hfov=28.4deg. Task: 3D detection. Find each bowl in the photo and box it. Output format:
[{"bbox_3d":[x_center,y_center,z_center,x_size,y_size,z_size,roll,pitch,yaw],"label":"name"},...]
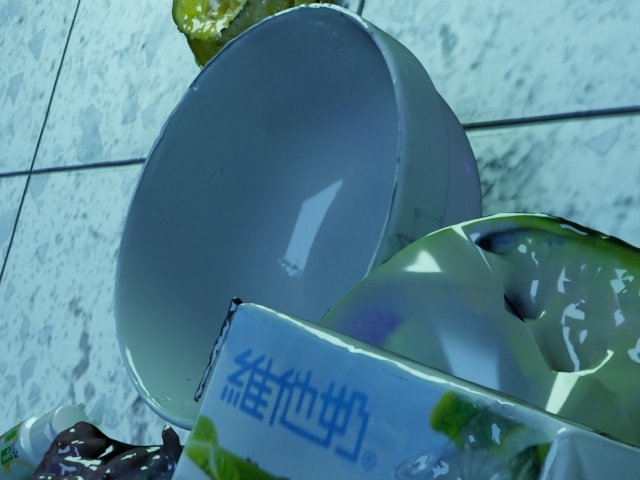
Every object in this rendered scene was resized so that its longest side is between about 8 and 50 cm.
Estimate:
[{"bbox_3d":[0.000,0.000,0.852,0.287,0.144,0.287,-25,55,42],"label":"bowl"}]

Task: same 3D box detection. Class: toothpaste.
[{"bbox_3d":[-0.316,0.223,1.198,0.314,0.058,0.056,-33,93,42],"label":"toothpaste"}]

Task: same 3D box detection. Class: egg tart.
[{"bbox_3d":[-0.063,-0.208,1.088,0.191,0.074,0.191,-22,57,40],"label":"egg tart"}]

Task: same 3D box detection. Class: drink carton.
[{"bbox_3d":[0.007,0.208,0.484,0.194,0.132,0.324,17,86,51],"label":"drink carton"}]

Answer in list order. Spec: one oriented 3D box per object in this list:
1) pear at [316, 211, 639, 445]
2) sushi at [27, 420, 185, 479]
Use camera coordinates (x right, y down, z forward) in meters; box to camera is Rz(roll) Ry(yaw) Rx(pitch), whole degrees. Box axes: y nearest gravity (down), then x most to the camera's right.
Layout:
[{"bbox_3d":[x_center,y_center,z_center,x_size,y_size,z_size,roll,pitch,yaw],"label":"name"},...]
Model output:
[{"bbox_3d":[0.122,0.196,0.593,0.399,0.165,0.399,-22,59,42],"label":"pear"},{"bbox_3d":[-0.115,0.240,0.819,0.171,0.236,0.270,-67,5,-30],"label":"sushi"}]
